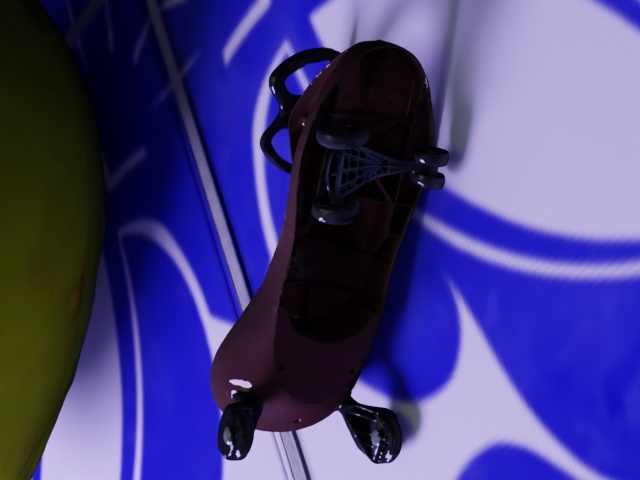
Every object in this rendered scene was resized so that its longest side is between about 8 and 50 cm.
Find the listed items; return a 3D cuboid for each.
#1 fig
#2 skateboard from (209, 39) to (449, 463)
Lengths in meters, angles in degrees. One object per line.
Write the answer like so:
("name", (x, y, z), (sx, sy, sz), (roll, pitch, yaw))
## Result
("fig", (-0.218, 0.008, 0.741), (0.258, 0.258, 0.326), (23, 124, 52))
("skateboard", (0.000, 0.000, 0.596), (0.080, 0.067, 0.151), (41, 121, 58))
